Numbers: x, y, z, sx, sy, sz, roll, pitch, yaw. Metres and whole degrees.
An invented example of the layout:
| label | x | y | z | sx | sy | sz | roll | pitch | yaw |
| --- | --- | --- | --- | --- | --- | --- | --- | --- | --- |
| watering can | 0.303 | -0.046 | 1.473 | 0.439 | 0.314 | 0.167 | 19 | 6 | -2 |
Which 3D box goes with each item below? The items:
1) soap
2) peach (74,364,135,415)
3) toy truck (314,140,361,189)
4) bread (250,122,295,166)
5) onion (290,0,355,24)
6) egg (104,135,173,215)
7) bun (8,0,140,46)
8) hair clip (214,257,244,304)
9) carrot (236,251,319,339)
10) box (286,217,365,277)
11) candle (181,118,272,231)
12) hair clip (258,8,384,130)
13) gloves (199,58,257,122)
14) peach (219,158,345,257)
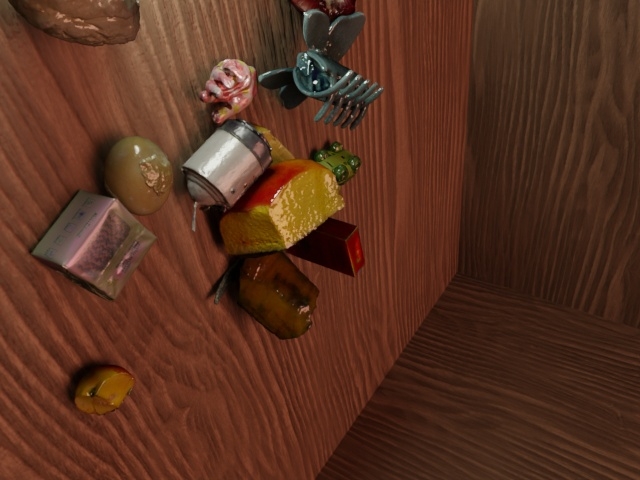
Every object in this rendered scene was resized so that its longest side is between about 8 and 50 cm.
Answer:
| label | x | y | z | sx | sy | sz | roll | pitch | yaw |
| --- | --- | --- | --- | --- | --- | --- | --- | --- | --- |
| soap | -0.531 | 0.011 | 1.261 | 0.199 | 0.139 | 0.182 | -60 | 149 | -20 |
| peach | -0.577 | 0.387 | 1.415 | 0.152 | 0.118 | 0.151 | -12 | 136 | -13 |
| toy truck | 0.045 | -0.263 | 2.068 | 0.187 | 0.148 | 0.210 | -23 | 149 | -55 |
| bread | -0.175 | -0.289 | 1.732 | 0.102 | 0.094 | 0.245 | -59 | 148 | -4 |
| onion | -0.015 | -0.790 | 1.659 | 0.272 | 0.195 | 0.271 | 16 | 66 | -40 |
| egg | -0.441 | -0.155 | 1.295 | 0.164 | 0.165 | 0.201 | -37 | 140 | -44 |
| bun | -0.480 | -0.488 | 0.988 | 0.205 | 0.281 | 0.281 | -31 | 142 | -1 |
| hair clip | -0.303 | 0.127 | 1.797 | 0.229 | 0.036 | 0.066 | -57 | 153 | -38 |
| carrot | -0.163 | 0.176 | 1.857 | 0.241 | 0.341 | 0.241 | -46 | -179 | 1 |
| box | 0.000 | 0.000 | 1.947 | 0.089 | 0.314 | 0.197 | -52 | 144 | -31 |
| candle | -0.290 | -0.180 | 1.498 | 0.330 | 0.188 | 0.187 | -51 | 145 | -16 |
| hair clip | 0.026 | -0.491 | 1.609 | 0.392 | 0.238 | 0.318 | -45 | 165 | 22 |
| gloves | -0.266 | -0.426 | 1.482 | 0.241 | 0.126 | 0.145 | -31 | 159 | -53 |
| peach | -0.149 | -0.109 | 1.670 | 0.380 | 0.306 | 0.242 | -40 | 117 | -22 |
